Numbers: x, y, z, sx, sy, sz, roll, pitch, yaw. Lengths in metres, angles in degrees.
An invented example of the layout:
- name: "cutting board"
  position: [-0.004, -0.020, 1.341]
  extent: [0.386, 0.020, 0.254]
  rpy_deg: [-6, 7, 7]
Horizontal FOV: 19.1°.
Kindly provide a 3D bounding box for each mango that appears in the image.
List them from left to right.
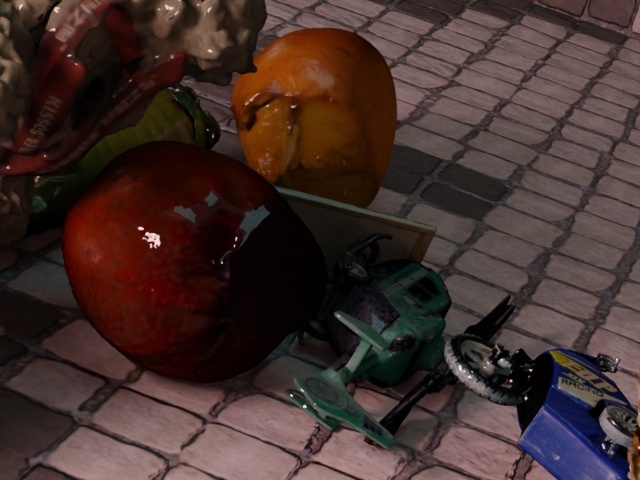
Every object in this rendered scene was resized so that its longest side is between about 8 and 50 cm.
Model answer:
- name: "mango"
  position: [0.005, -0.130, 2.109]
  extent: [0.201, 0.199, 0.350]
  rpy_deg: [47, 12, 1]

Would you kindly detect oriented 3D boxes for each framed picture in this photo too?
- name: "framed picture"
  position: [0.000, 0.000, 1.858]
  extent: [0.200, 0.136, 0.010]
  rpy_deg: [14, 55, -5]

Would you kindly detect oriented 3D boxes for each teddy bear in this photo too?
- name: "teddy bear"
  position: [-0.260, -0.091, 1.557]
  extent: [0.224, 0.368, 0.357]
  rpy_deg: [44, 41, 21]

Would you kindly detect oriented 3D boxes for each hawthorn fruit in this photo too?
- name: "hawthorn fruit"
  position: [-0.125, 0.007, 1.654]
  extent: [0.215, 0.215, 0.249]
  rpy_deg: [0, 29, -35]

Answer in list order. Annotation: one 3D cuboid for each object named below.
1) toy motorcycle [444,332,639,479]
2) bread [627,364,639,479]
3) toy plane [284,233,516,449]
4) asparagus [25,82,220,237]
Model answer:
- name: "toy motorcycle"
  position: [0.247, 0.175, 1.624]
  extent: [0.315, 0.113, 0.169]
  rpy_deg: [41, 25, 21]
- name: "bread"
  position: [0.338, 0.182, 1.479]
  extent: [0.178, 0.135, 0.240]
  rpy_deg: [31, 45, -29]
- name: "toy plane"
  position: [0.058, 0.090, 1.723]
  extent: [0.155, 0.106, 0.381]
  rpy_deg: [34, 21, 12]
- name: "asparagus"
  position: [-0.245, -0.069, 1.854]
  extent: [0.382, 0.128, 0.108]
  rpy_deg: [-24, 87, -56]
